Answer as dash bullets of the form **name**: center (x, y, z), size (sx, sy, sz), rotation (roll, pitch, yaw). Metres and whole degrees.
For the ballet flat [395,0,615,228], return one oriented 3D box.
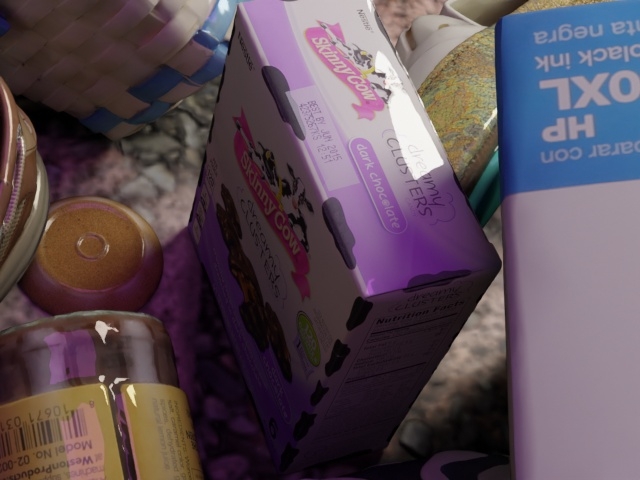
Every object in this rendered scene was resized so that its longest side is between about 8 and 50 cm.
- **ballet flat**: center (0.105, -0.099, 0.781), size (0.123, 0.123, 0.348), rotation (38, 39, 10)

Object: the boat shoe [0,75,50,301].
- **boat shoe**: center (-0.222, 0.049, 0.620), size (0.123, 0.116, 0.324), rotation (17, 60, -4)

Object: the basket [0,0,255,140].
- **basket**: center (-0.162, -0.208, 0.735), size (0.289, 0.201, 0.255), rotation (41, 50, -26)

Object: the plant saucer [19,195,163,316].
- **plant saucer**: center (-0.128, 0.006, 0.739), size (0.083, 0.015, 0.083), rotation (7, 57, -11)

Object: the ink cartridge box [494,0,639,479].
- **ink cartridge box**: center (0.166, 0.138, 0.549), size (0.166, 0.285, 0.395), rotation (-4, 58, 11)

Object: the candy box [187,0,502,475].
- **candy box**: center (0.000, 0.000, 0.668), size (0.070, 0.196, 0.165), rotation (-12, 62, -20)

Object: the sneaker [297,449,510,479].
- **sneaker**: center (0.013, 0.194, 0.599), size (0.153, 0.094, 0.235), rotation (0, 48, 8)

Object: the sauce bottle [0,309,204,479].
- **sauce bottle**: center (-0.084, 0.206, 0.556), size (0.111, 0.111, 0.345), rotation (-5, 70, -18)
